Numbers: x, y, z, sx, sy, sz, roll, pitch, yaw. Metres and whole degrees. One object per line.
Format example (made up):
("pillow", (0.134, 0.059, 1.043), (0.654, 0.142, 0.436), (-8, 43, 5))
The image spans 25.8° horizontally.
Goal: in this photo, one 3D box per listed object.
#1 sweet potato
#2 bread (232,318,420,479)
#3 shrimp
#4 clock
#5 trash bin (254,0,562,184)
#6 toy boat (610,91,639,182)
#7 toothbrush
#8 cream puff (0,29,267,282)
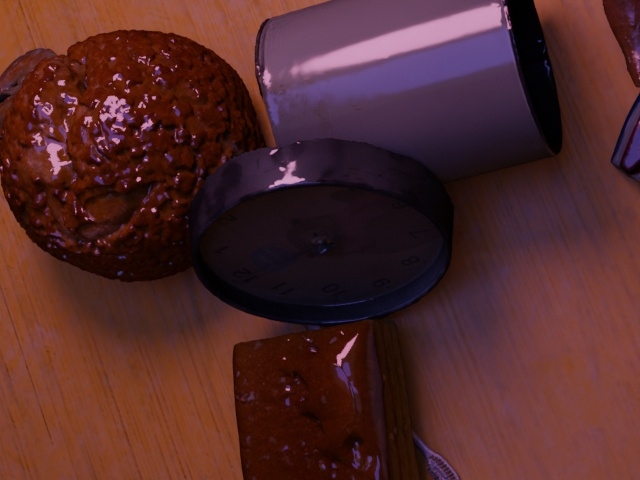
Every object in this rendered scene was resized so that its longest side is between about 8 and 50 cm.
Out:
("sweet potato", (0.313, -0.314, 1.437), (0.072, 0.066, 0.314), (-10, 97, 3))
("bread", (0.005, 0.210, 1.489), (0.184, 0.110, 0.234), (-11, 87, 28))
("shrimp", (-0.384, -0.161, 1.710), (0.190, 0.042, 0.101), (-38, 55, 14))
("clock", (0.000, 0.000, 1.435), (0.280, 0.280, 0.055), (-14, 54, 18))
("trash bin", (0.096, -0.160, 1.442), (0.262, 0.217, 0.277), (-13, 109, 18))
("toy boat", (0.379, -0.162, 1.434), (0.080, 0.046, 0.229), (38, 101, 21))
("toothbrush", (0.052, 0.163, 1.536), (0.021, 0.024, 0.288), (-47, 73, 15))
("cream puff", (-0.224, -0.095, 1.556), (0.303, 0.212, 0.303), (0, 89, 24))
